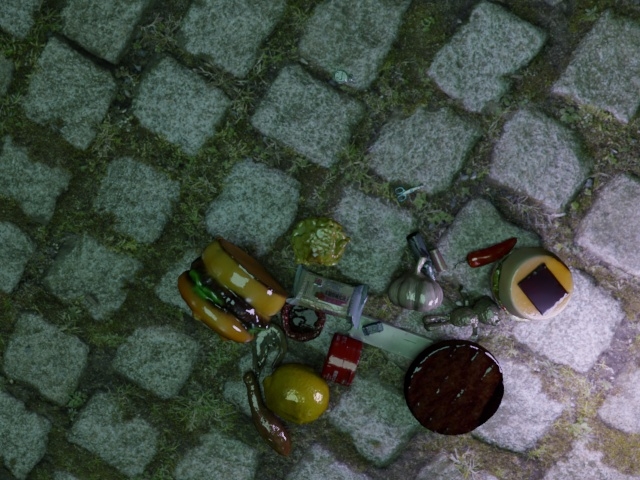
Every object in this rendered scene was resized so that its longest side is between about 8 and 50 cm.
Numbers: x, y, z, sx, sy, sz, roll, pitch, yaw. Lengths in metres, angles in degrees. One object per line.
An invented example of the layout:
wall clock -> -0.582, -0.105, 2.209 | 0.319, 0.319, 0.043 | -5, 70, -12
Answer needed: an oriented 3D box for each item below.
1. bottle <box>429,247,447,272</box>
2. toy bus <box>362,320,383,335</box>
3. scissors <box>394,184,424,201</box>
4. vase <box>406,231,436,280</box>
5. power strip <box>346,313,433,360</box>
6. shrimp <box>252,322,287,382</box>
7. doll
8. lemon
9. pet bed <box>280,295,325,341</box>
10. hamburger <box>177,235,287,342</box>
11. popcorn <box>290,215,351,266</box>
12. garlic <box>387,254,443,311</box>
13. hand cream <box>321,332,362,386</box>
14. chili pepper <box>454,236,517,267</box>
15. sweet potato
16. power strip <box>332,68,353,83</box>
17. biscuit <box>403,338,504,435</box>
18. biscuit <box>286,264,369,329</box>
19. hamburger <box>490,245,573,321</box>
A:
bottle -> 0.469, 0.078, 1.835 | 0.045, 0.045, 0.097 | -25, 92, 6
toy bus -> 0.210, 0.352, 1.837 | 0.083, 0.046, 0.038 | -18, 94, 8
scissors -> 0.357, -0.197, 1.829 | 0.119, 0.014, 0.058 | -18, 99, 9
vase -> 0.410, 0.069, 1.831 | 0.059, 0.060, 0.212 | -26, 99, 6
power strip -> 0.280, 0.396, 1.881 | 0.367, 0.043, 0.106 | 20, 97, 1
shrimp -> -0.212, 0.469, 1.918 | 0.145, 0.059, 0.255 | 0, 91, -6
doll -> 0.570, 0.314, 1.833 | 0.285, 0.091, 0.203 | -36, 59, -4
lemon -> -0.097, 0.609, 1.839 | 0.288, 0.233, 0.234 | 20, 97, -2
pet bed -> -0.074, 0.325, 1.894 | 0.201, 0.053, 0.202 | 1, 101, 3
hamburger -> -0.334, 0.203, 1.737 | 0.395, 0.396, 0.277 | 42, 91, -1
popcorn -> -0.003, 0.011, 1.792 | 0.234, 0.181, 0.217 | 14, 98, 7
garlic -> 0.369, 0.161, 1.776 | 0.218, 0.218, 0.212 | 5, 96, 3
hand cream -> 0.085, 0.474, 1.829 | 0.125, 0.193, 0.193 | 17, 97, 6
chili pepper -> 0.661, 0.057, 1.814 | 0.272, 0.063, 0.071 | -22, 106, 3
sweet potato -> -0.238, 0.738, 1.927 | 0.109, 0.109, 0.385 | -31, 88, 6
power strip -> 0.088, -0.641, 1.792 | 0.083, 0.035, 0.055 | 10, 96, 5
biscuit -> 0.533, 0.586, 1.846 | 0.406, 0.091, 0.408 | -1, 103, -4
biscuit -> 0.031, 0.219, 1.843 | 0.308, 0.079, 0.186 | 18, 63, 3
hamburger -> 0.808, 0.165, 1.760 | 0.301, 0.170, 0.302 | 0, 96, -2
